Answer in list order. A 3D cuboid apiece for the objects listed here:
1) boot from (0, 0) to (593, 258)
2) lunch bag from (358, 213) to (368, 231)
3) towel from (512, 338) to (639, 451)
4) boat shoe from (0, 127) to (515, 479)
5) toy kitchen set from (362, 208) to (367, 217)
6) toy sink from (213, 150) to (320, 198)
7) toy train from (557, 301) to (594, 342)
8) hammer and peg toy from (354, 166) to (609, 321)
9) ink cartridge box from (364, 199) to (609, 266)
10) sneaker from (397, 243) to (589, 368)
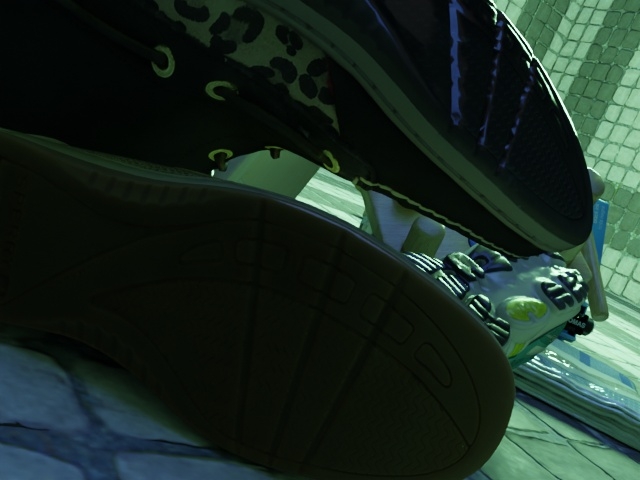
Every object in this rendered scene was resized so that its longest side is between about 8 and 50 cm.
[{"bbox_3d":[-0.050,-0.071,0.451,0.377,0.284,0.138,32,48,-20],"label":"boot"},{"bbox_3d":[0.107,-0.017,1.257,0.071,0.053,0.083,24,-1,-7],"label":"lunch bag"},{"bbox_3d":[0.273,0.144,0.806,0.209,0.034,0.285,27,9,16],"label":"towel"},{"bbox_3d":[-0.064,0.017,0.378,0.341,0.122,0.110,24,9,5],"label":"boat shoe"},{"bbox_3d":[0.225,-0.054,1.552,0.207,0.122,0.166,21,9,-23],"label":"toy kitchen set"},{"bbox_3d":[-0.107,-0.096,0.815,0.153,0.234,0.131,27,-20,28],"label":"toy sink"},{"bbox_3d":[0.317,0.096,1.078,0.184,0.080,0.105,22,0,-2],"label":"toy train"},{"bbox_3d":[0.230,-0.040,0.895,0.361,0.127,0.266,1,49,-15],"label":"hammer and peg toy"},{"bbox_3d":[0.252,-0.026,1.131,0.307,0.129,0.223,21,-21,-9],"label":"ink cartridge box"},{"bbox_3d":[0.087,0.075,0.502,0.275,0.110,0.107,-7,42,-37],"label":"sneaker"}]
